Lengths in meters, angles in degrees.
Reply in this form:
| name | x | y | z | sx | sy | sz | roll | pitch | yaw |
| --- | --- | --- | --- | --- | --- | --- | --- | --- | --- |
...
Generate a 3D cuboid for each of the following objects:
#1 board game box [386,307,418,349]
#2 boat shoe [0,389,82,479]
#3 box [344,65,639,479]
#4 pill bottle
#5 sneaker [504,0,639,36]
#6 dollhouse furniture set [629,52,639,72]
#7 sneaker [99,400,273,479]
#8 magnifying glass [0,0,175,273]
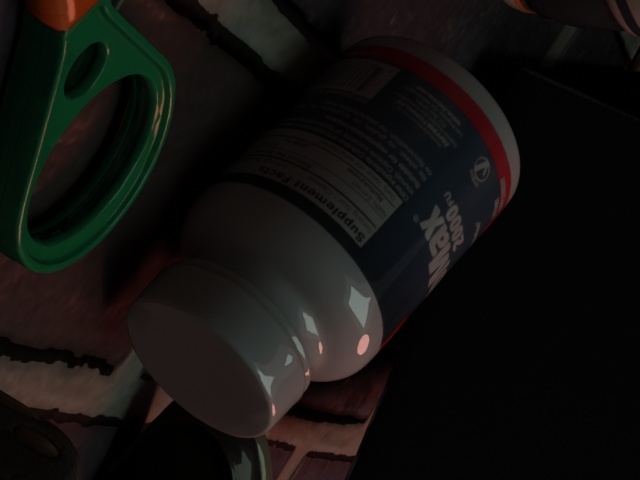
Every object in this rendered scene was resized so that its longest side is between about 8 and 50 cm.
| name | x | y | z | sx | sy | sz | roll | pitch | yaw |
| --- | --- | --- | --- | --- | --- | --- | --- | --- | --- |
| board game box | 0.080 | 0.006 | 1.251 | 0.169 | 0.033 | 0.133 | -49 | 158 | -45 |
| boat shoe | -0.197 | 0.156 | 0.564 | 0.355 | 0.132 | 0.130 | -31 | 149 | -54 |
| box | 0.212 | 0.058 | 1.299 | 0.293 | 0.212 | 0.395 | -67 | 164 | 11 |
| pill bottle | 0.000 | 0.000 | 0.879 | 0.180 | 0.108 | 0.108 | -47 | 160 | -30 |
| sneaker | 0.060 | -0.208 | 0.679 | 0.126 | 0.127 | 0.321 | -52 | 139 | -38 |
| dollhouse furniture set | 0.314 | -0.085 | 1.538 | 0.123 | 0.151 | 0.144 | -62 | 164 | 12 |
| sneaker | -0.104 | 0.176 | 0.944 | 0.222 | 0.083 | 0.118 | -63 | 162 | 20 |
| magnifying glass | -0.086 | -0.067 | 0.666 | 0.092 | 0.026 | 0.231 | -48 | 163 | -27 |
